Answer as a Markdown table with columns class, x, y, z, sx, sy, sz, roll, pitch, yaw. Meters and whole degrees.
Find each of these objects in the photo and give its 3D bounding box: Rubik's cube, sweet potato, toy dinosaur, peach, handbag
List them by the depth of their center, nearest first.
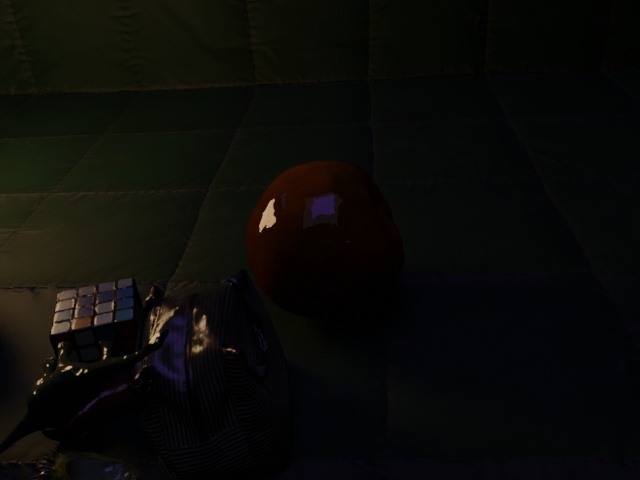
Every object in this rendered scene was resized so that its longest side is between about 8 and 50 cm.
| class | x | y | z | sx | sy | sz | roll | pitch | yaw |
| --- | --- | --- | --- | --- | --- | --- | --- | --- | --- |
| toy dinosaur | -0.392 | 0.259 | 0.950 | 0.447 | 0.087 | 0.301 | -50 | 27 | 0 |
| handbag | -0.186 | 0.217 | 1.047 | 0.247 | 0.240 | 0.341 | -10 | 33 | -1 |
| sweet potato | -0.400 | 0.301 | 1.111 | 0.202 | 0.058 | 0.055 | -30 | 81 | -28 |
| Rubik's cube | -0.421 | 0.186 | 1.198 | 0.154 | 0.155 | 0.151 | -10 | 31 | -11 |
| peach | 0.000 | 0.000 | 1.306 | 0.301 | 0.343 | 0.343 | -28 | 27 | 17 |

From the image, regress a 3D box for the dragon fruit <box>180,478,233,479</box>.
| class | x | y | z | sx | sy | sz | roll | pitch | yaw |
| --- | --- | --- | --- | --- | --- | --- | --- | --- | --- |
| dragon fruit | -0.156 | 0.385 | 0.875 | 0.126 | 0.068 | 0.112 | 23 | 17 | -3 |

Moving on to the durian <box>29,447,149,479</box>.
| class | x | y | z | sx | sy | sz | roll | pitch | yaw |
| --- | --- | --- | --- | --- | --- | --- | --- | --- | --- |
| durian | -0.296 | 0.438 | 0.867 | 0.394 | 0.163 | 0.198 | 23 | 2 | 30 |
